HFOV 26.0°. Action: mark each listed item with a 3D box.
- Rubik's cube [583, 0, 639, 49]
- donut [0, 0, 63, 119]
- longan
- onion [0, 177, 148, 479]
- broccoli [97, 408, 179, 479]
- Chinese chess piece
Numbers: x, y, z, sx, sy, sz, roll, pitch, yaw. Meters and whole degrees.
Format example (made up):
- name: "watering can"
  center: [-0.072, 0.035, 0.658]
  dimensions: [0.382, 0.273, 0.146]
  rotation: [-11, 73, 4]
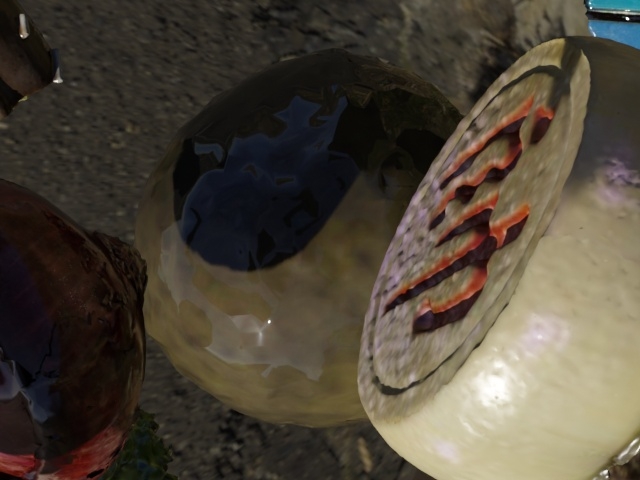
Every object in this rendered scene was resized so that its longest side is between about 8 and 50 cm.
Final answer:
- name: "Rubik's cube"
  center: [0.378, -0.254, 1.271]
  dimensions: [0.250, 0.234, 0.284]
  rotation: [-28, 102, 30]
- name: "donut"
  center: [-0.408, -0.248, 1.507]
  dimensions: [0.136, 0.345, 0.259]
  rotation: [-36, 102, -13]
- name: "longan"
  center: [0.000, 0.000, 1.405]
  dimensions: [0.391, 0.391, 0.391]
  rotation: [0, 92, 13]
- name: "onion"
  center: [-0.154, 0.037, 0.712]
  dimensions: [0.184, 0.147, 0.184]
  rotation: [25, 135, 28]
- name: "broccoli"
  center: [-0.324, 0.269, 1.550]
  dimensions: [0.324, 0.334, 0.272]
  rotation: [20, 140, 14]
- name: "Chinese chess piece"
  center: [0.127, 0.016, 0.796]
  dimensions: [0.112, 0.270, 0.270]
  rotation: [26, 98, -13]
